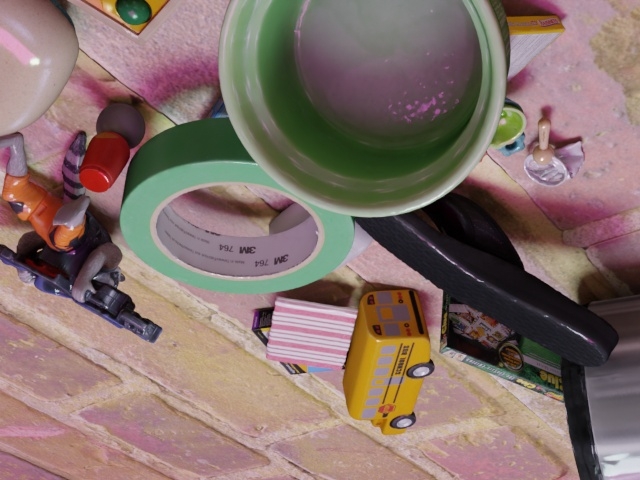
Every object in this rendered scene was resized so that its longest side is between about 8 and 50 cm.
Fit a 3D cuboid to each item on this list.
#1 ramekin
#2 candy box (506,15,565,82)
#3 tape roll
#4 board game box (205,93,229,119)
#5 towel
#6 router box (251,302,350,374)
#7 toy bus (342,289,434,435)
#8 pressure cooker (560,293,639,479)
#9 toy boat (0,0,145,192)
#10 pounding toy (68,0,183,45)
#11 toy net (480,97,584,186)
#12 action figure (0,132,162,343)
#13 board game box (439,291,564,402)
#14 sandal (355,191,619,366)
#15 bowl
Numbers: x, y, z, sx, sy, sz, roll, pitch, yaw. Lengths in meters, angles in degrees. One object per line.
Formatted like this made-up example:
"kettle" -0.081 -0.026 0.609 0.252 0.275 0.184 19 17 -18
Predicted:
"ramekin" 0.058 -0.191 0.966 0.303 0.148 0.303 8 114 18
"candy box" 0.189 -0.196 1.087 0.105 0.027 0.206 -15 162 -39
"tape roll" -0.112 -0.037 1.256 0.321 0.077 0.321 0 146 0
"board game box" -0.039 -0.149 1.233 0.211 0.039 0.160 23 142 -18
"towel" -0.018 0.163 1.596 0.144 0.029 0.197 9 141 -3
"router box" -0.030 0.187 1.690 0.133 0.046 0.179 -9 141 22
"toy bus" 0.119 0.230 1.630 0.130 0.108 0.333 -3 140 -11
"pressure cooker" 0.604 0.240 1.362 0.420 0.370 0.375 -12 99 25
"toy boat" -0.369 -0.200 1.167 0.267 0.148 0.318 -30 122 35
"pounding toy" -0.228 -0.334 0.970 0.206 0.094 0.181 30 140 -27
"toy net" 0.260 -0.111 1.182 0.232 0.045 0.122 24 130 -35
"action figure" -0.359 0.005 1.408 0.341 0.178 0.330 27 153 17
"board game box" 0.314 0.169 1.517 0.259 0.136 0.030 24 140 -19
"sandal" 0.231 0.025 1.313 0.446 0.107 0.167 32 163 7
"bowl" 0.000 0.000 1.422 0.142 0.053 0.142 27 142 -26
